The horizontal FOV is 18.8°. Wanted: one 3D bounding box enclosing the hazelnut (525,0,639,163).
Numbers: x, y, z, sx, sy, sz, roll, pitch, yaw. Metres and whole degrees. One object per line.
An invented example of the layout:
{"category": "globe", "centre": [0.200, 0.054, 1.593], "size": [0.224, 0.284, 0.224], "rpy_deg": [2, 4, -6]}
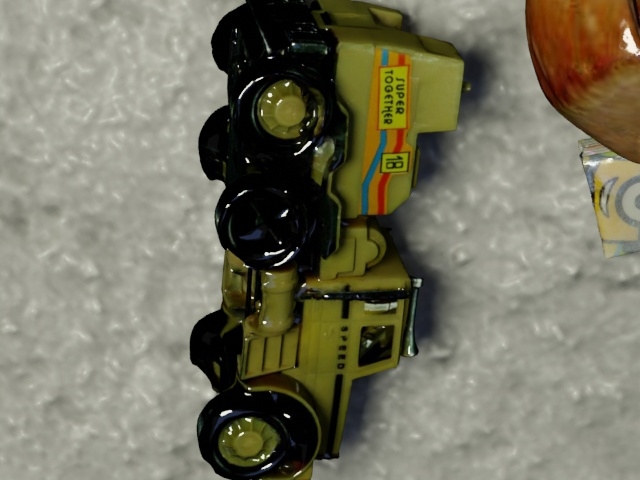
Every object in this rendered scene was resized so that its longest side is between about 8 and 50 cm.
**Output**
{"category": "hazelnut", "centre": [0.177, -0.111, 0.965], "size": [0.154, 0.143, 0.143], "rpy_deg": [8, 113, -7]}

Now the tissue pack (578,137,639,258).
{"category": "tissue pack", "centre": [0.186, -0.031, 1.040], "size": [0.083, 0.035, 0.063], "rpy_deg": [-13, 111, 10]}

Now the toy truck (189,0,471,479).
{"category": "toy truck", "centre": [-0.005, 0.002, 1.027], "size": [0.127, 0.127, 0.257], "rpy_deg": [4, 114, -13]}
